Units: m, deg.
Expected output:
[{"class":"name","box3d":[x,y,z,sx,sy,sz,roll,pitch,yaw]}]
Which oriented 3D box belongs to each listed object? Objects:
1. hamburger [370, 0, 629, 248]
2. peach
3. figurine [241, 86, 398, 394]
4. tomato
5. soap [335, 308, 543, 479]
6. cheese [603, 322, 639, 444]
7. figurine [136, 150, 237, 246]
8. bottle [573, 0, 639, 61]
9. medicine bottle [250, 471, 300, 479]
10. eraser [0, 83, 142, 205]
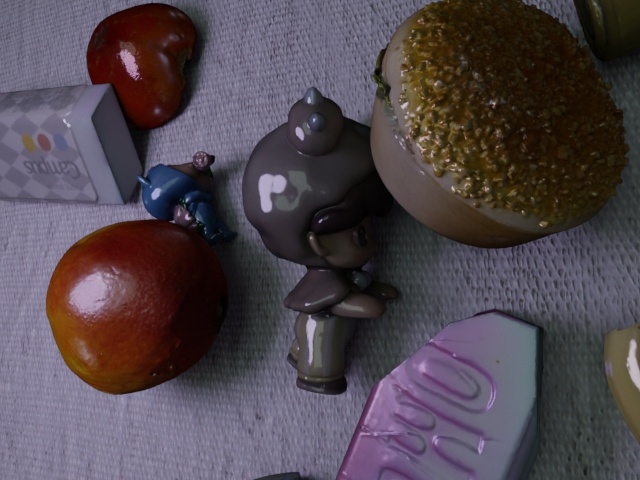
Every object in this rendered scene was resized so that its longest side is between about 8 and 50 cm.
[{"class":"hamburger","box3d":[0.193,-0.133,0.637,0.302,0.170,0.302,7,60,-12]},{"class":"peach","box3d":[-0.268,0.100,0.865,0.280,0.238,0.281,-9,65,20]},{"class":"figurine","box3d":[0.000,0.001,0.769,0.203,0.248,0.381,1,95,14]},{"class":"tomato","box3d":[-0.342,-0.331,1.049,0.200,0.139,0.233,2,81,35]},{"class":"soap","box3d":[0.151,0.231,0.686,0.192,0.109,0.324,23,90,30]},{"class":"cheese","box3d":[0.449,0.181,0.532,0.259,0.128,0.316,-37,59,26]},{"class":"figurine","box3d":[-0.205,-0.071,0.949,0.178,0.114,0.144,42,94,17]},{"class":"bottle","box3d":[0.454,-0.333,0.607,0.351,0.171,0.172,-17,72,22]},{"class":"medicine bottle","box3d":[-0.079,0.390,0.755,0.147,0.147,0.143,-27,65,21]},{"class":"eraser","box3d":[-0.531,-0.181,1.119,0.396,0.082,0.213,5,122,29]}]
